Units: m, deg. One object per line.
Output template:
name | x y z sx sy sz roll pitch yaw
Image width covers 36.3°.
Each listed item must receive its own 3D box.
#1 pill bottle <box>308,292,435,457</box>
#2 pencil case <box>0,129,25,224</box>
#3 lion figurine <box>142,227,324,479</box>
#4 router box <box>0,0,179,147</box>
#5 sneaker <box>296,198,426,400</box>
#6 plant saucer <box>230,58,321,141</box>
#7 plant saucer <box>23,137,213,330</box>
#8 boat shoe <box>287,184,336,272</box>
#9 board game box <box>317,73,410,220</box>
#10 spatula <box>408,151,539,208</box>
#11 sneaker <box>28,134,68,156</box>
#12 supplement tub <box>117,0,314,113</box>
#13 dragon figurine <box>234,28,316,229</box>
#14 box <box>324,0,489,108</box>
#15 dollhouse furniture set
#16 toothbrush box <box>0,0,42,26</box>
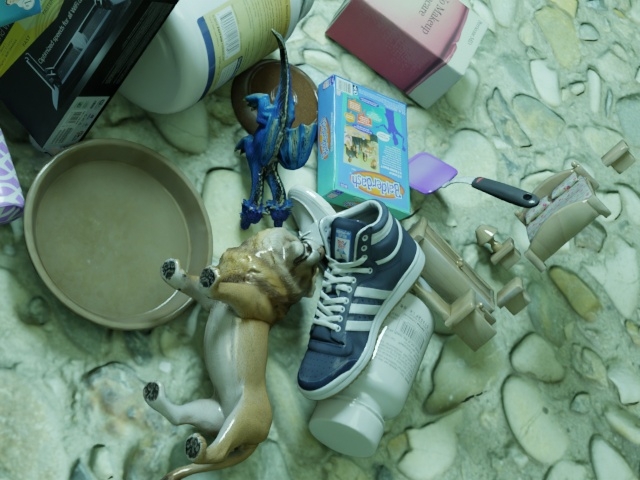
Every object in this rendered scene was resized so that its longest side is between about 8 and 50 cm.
pill bottle | 0.071 0.189 1.415 0.131 0.131 0.229 33 57 -11
pencil case | -0.461 -0.111 1.302 0.086 0.088 0.206 10 58 -65
lion figurine | -0.113 0.159 1.339 0.240 0.142 0.392 28 69 -53
router box | -0.341 -0.315 1.291 0.243 0.309 0.081 48 25 12
sneaker | 0.030 0.070 1.337 0.282 0.099 0.153 -54 132 -24
plant saucer | -0.062 -0.227 1.586 0.168 0.029 0.168 10 66 -24
plant saucer | -0.279 -0.007 1.354 0.278 0.041 0.278 13 66 -32
boat shoe | 0.000 0.000 1.506 0.063 0.066 0.184 -38 99 -35
board game box | 0.071 -0.148 1.594 0.160 0.047 0.210 17 61 -33
spatula | 0.233 -0.090 1.556 0.084 0.296 0.030 -35 120 -23
sneaker | -0.361 -0.128 1.380 0.109 0.044 0.040 33 56 -13
supplement tub | -0.172 -0.351 1.456 0.228 0.228 0.316 49 51 -1
dragon figurine | -0.063 -0.155 1.453 0.085 0.289 0.144 6 29 -27
box | 0.151 -0.369 1.698 0.232 0.127 0.148 35 57 -10
dollhouse furniture set | 0.308 -0.047 1.499 0.174 0.355 0.303 45 18 -5
toothbrush box | -0.518 -0.317 1.148 0.295 0.126 0.216 -31 54 -29
